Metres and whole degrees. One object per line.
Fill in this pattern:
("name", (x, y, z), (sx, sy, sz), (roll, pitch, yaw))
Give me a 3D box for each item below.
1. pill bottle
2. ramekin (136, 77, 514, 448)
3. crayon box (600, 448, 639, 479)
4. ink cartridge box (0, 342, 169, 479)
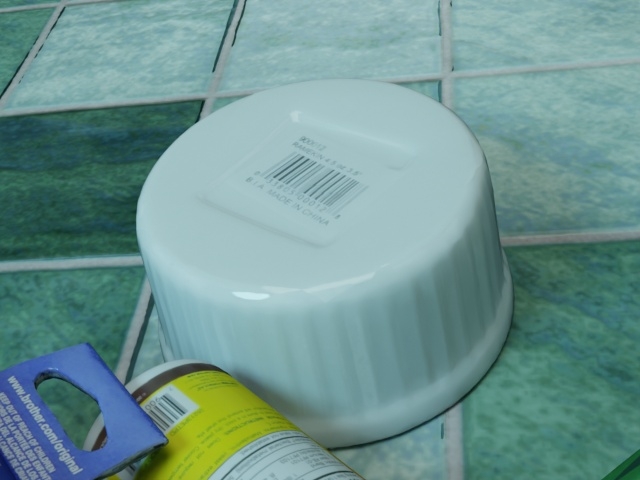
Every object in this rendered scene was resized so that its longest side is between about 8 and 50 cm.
("pill bottle", (-0.032, 0.163, 0.500), (0.117, 0.117, 0.215), (-38, 48, -26))
("ramekin", (0.000, 0.000, 0.659), (0.277, 0.135, 0.277), (-7, 42, 6))
("crayon box", (0.143, 0.203, 0.344), (0.318, 0.081, 0.202), (-36, 74, -3))
("ink cartridge box", (-0.261, 0.195, 0.430), (0.395, 0.151, 0.270), (-45, 50, -10))
